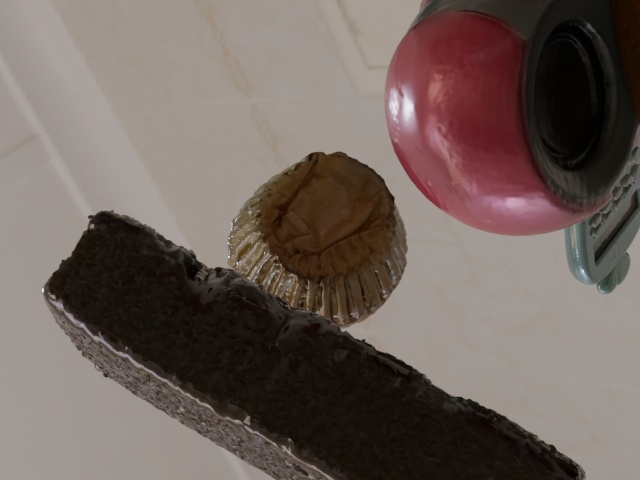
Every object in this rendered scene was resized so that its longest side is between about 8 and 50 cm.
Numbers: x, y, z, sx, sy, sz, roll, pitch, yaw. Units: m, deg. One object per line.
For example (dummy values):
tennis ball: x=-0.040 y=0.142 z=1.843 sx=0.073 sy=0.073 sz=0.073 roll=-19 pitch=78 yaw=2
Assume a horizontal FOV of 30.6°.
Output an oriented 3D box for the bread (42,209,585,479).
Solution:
bread: x=-0.003 y=0.123 z=0.862 sx=0.113 sy=0.416 sz=0.165 roll=-57 pitch=-23 yaw=-16

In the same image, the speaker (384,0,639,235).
speaker: x=0.202 y=-0.145 z=1.225 sx=0.294 sy=0.294 sz=0.294 roll=-3 pitch=-85 yaw=-39

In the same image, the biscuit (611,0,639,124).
biscuit: x=0.395 y=-0.140 z=1.040 sx=0.078 sy=0.455 sz=0.350 roll=-19 pitch=-40 yaw=-14

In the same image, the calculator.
calculator: x=0.369 y=-0.049 z=1.515 sx=0.184 sy=0.042 sz=0.295 roll=-45 pitch=-42 yaw=-32

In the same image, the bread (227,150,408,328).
bread: x=-0.002 y=0.003 z=1.503 sx=0.240 sy=0.139 sz=0.240 roll=2 pitch=-113 yaw=-4
